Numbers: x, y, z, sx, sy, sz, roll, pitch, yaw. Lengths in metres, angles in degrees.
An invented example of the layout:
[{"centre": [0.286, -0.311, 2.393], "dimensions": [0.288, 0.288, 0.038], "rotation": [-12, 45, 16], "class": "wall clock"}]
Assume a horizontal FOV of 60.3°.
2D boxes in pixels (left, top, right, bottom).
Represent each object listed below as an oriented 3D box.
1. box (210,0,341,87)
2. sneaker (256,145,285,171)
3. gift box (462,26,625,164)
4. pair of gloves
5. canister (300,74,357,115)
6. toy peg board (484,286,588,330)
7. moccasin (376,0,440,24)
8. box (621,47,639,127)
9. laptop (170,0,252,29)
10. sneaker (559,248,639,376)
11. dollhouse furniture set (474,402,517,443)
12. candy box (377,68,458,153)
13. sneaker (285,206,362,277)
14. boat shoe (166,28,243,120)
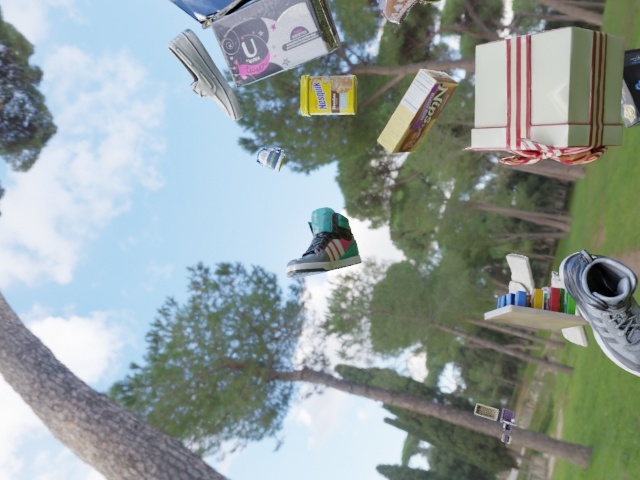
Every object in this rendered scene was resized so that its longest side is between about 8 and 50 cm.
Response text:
[{"centre": [-0.101, -0.479, 1.290], "dimensions": [0.163, 0.247, 0.142], "rotation": [68, -156, -19], "class": "box"}, {"centre": [-0.117, -0.194, 1.274], "dimensions": [0.144, 0.059, 0.053], "rotation": [-131, 57, -77], "class": "sneaker"}, {"centre": [0.459, -0.289, 1.165], "dimensions": [0.276, 0.255, 0.258], "rotation": [-9, -79, -31], "class": "gift box"}, {"centre": [0.568, 0.152, 1.404], "dimensions": [0.042, 0.240, 0.204], "rotation": [-28, -62, -18], "class": "pair of gloves"}, {"centre": [0.028, -0.458, 1.737], "dimensions": [0.073, 0.170, 0.126], "rotation": [-33, -56, -76], "class": "canister"}, {"centre": [0.458, 0.136, 1.183], "dimensions": [0.161, 0.161, 0.079], "rotation": [99, -179, -75], "class": "toy peg board"}, {"centre": [0.191, -0.408, 0.737], "dimensions": [0.380, 0.147, 0.139], "rotation": [-35, 31, 65], "class": "moccasin"}, {"centre": [0.791, -0.370, 1.307], "dimensions": [0.051, 0.220, 0.175], "rotation": [132, 124, -69], "class": "box"}, {"centre": [-0.201, -0.720, 1.433], "dimensions": [0.382, 0.408, 0.236], "rotation": [-44, -67, -44], "class": "laptop"}, {"centre": [0.532, 0.131, 0.982], "dimensions": [0.101, 0.268, 0.153], "rotation": [-34, -18, 8], "class": "sneaker"}, {"centre": [0.490, 0.510, 1.542], "dimensions": [0.081, 0.114, 0.091], "rotation": [69, -143, -77], "class": "dollhouse furniture set"}, {"centre": [0.217, -0.285, 1.228], "dimensions": [0.109, 0.053, 0.186], "rotation": [-13, -36, -50], "class": "candy box"}, {"centre": [0.000, 0.000, 1.520], "dimensions": [0.295, 0.124, 0.178], "rotation": [-9, -96, -53], "class": "sneaker"}, {"centre": [-0.310, -0.429, 1.484], "dimensions": [0.088, 0.096, 0.267], "rotation": [-39, -60, -13], "class": "boat shoe"}]
